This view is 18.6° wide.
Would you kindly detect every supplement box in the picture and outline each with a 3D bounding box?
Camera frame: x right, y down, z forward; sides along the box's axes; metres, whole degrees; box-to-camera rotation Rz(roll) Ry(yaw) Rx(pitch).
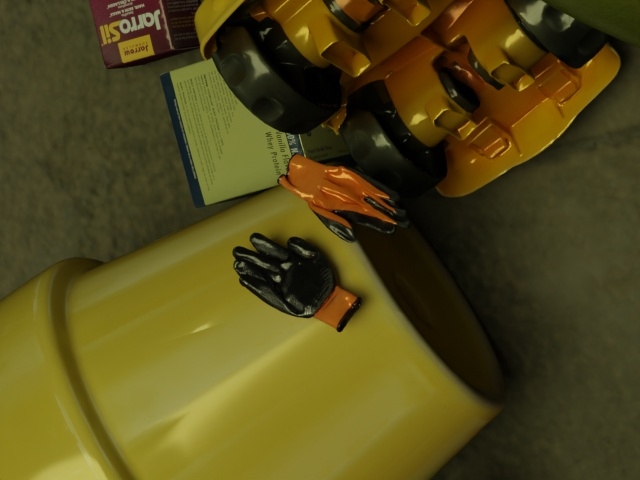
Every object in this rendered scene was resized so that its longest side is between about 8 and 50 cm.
[{"bbox_3d":[-0.036,-0.070,1.140,0.083,0.056,0.083,-15,91,31],"label":"supplement box"},{"bbox_3d":[-0.108,-0.150,1.175,0.055,0.043,0.083,-13,93,30],"label":"supplement box"}]

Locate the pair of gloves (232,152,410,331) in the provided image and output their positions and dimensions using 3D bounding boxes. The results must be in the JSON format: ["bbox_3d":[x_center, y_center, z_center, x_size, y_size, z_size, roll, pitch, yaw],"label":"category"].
[{"bbox_3d":[0.000,0.000,0.977,0.074,0.010,0.083,26,76,23],"label":"pair of gloves"}]

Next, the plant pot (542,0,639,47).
[{"bbox_3d":[0.165,-0.231,0.800,0.366,0.353,0.366,3,96,35],"label":"plant pot"}]

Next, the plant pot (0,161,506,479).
[{"bbox_3d":[-0.039,0.090,1.075,0.239,0.254,0.254,-34,81,14],"label":"plant pot"}]

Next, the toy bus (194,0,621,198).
[{"bbox_3d":[0.028,-0.153,1.035,0.149,0.220,0.211,-41,46,21],"label":"toy bus"}]
